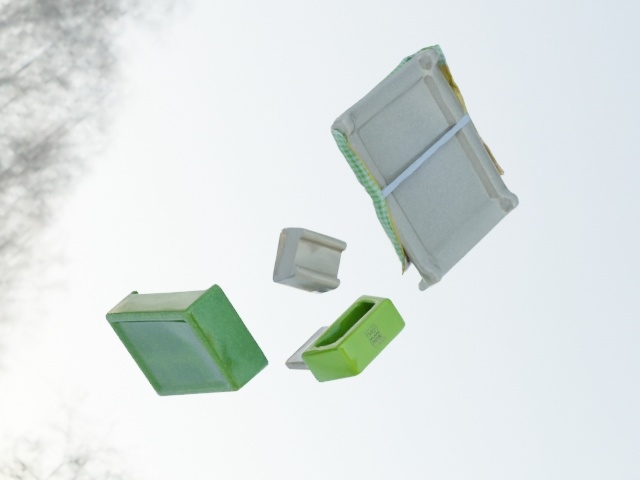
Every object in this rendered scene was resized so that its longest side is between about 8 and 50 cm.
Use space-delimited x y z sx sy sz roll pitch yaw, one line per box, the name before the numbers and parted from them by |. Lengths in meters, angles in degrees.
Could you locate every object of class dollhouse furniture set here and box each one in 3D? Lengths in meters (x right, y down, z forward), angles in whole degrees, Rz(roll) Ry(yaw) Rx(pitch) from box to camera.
dollhouse furniture set | 0.000 0.000 0.439 0.059 0.152 0.076 -8 -62 55
